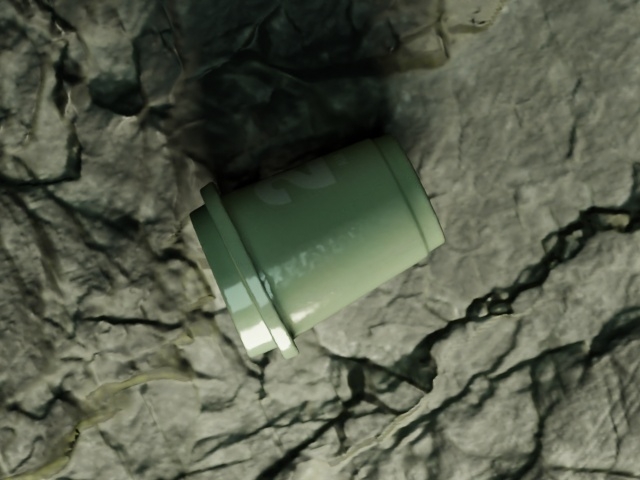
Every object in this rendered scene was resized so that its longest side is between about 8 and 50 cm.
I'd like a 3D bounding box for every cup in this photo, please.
[{"bbox_3d":[0.000,0.000,1.173,0.141,0.120,0.120,-23,119,-1],"label":"cup"}]
